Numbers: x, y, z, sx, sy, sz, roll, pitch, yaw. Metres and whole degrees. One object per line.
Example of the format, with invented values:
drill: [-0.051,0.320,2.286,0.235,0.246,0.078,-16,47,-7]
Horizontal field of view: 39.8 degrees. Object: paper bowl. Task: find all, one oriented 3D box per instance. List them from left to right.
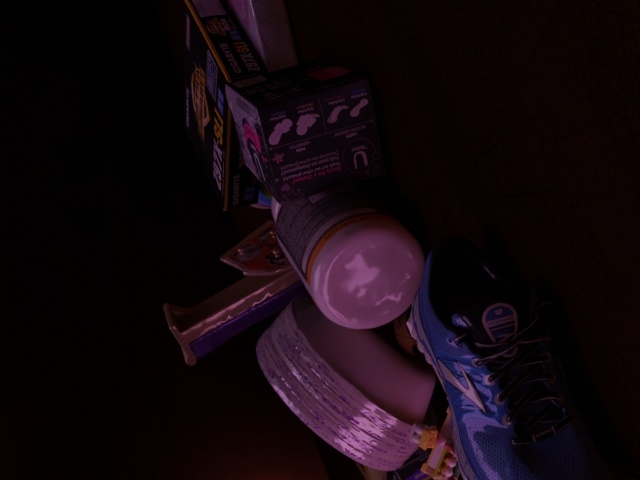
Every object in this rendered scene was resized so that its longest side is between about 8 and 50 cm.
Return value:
paper bowl: [0.056,0.190,1.309,0.284,0.148,0.284,39,-170,-8]

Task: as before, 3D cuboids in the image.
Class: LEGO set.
LEGO set: [0.173,0.214,1.074,0.107,0.132,0.287,20,106,56]

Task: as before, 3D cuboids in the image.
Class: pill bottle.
pill bottle: [0.027,-0.004,1.270,0.278,0.162,0.162,-125,19,-59]

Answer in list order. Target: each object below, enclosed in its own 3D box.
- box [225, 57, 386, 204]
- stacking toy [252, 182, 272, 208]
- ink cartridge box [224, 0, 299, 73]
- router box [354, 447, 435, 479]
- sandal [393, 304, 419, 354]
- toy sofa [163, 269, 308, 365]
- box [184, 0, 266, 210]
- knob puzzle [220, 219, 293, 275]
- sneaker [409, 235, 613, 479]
box: [-0.029,-0.162,1.265,0.247,0.163,0.142,-133,28,-68]
stacking toy: [-0.078,-0.127,1.723,0.330,0.141,0.141,-166,58,-74]
ink cartridge box: [-0.144,-0.495,1.552,0.324,0.071,0.330,-123,16,-56]
router box: [0.123,0.392,1.654,0.243,0.081,0.309,56,164,29]
sandal: [0.127,0.119,1.251,0.219,0.060,0.090,-128,21,-62]
toy sofa: [-0.184,0.164,2.150,0.177,0.362,0.150,63,174,-24]
box: [-0.185,-0.256,1.658,0.322,0.079,0.257,100,148,-48]
knob puzzle: [-0.107,0.016,2.008,0.213,0.213,0.030,-123,17,-54]
sneaker: [0.170,0.129,0.843,0.147,0.129,0.330,79,168,-50]
